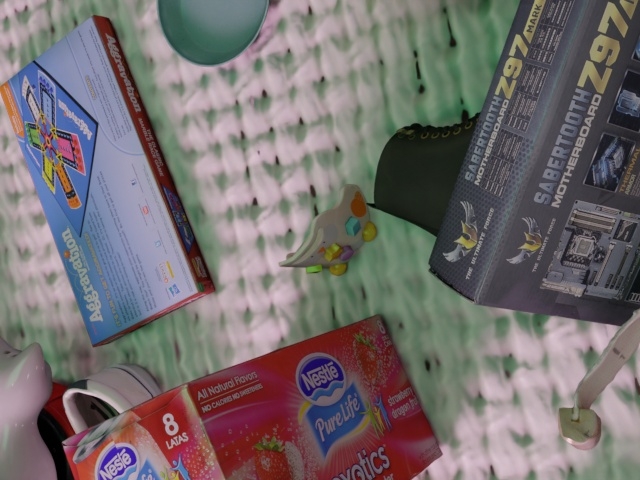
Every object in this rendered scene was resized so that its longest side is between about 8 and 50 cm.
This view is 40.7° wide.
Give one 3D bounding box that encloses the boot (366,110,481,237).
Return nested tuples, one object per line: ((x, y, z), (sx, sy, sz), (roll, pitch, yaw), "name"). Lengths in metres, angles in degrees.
((0.112, -0.086, 0.622), (0.137, 0.077, 0.198), (26, 105, 30), "boot")

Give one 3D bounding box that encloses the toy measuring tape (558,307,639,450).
((0.274, 0.010, 0.483), (0.121, 0.121, 0.330), (38, 91, 21), "toy measuring tape")

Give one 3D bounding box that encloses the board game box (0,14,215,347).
((-0.209, -0.054, 0.824), (0.145, 0.027, 0.281), (-26, 81, 26), "board game box")

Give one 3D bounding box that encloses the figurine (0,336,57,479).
((-0.329, 0.190, 0.817), (0.215, 0.092, 0.209), (-2, 88, 31), "figurine")

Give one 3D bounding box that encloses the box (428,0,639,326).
((0.185, -0.064, 0.519), (0.059, 0.183, 0.233), (38, 115, 57), "box")

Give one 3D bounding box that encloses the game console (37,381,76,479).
((-0.372, 0.317, 0.934), (0.342, 0.060, 0.387), (14, 100, 31), "game console")

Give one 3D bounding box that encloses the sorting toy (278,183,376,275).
((0.000, 0.000, 0.685), (0.045, 0.075, 0.083), (47, 114, 18), "sorting toy")

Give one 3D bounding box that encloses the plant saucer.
((-0.089, -0.210, 0.749), (0.119, 0.021, 0.119), (3, 95, 28), "plant saucer")

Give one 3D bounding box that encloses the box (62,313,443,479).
((-0.033, 0.148, 0.610), (0.122, 0.257, 0.128), (-29, 80, 29), "box")

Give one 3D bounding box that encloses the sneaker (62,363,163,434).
((-0.144, 0.225, 0.772), (0.258, 0.091, 0.094), (46, 113, 18), "sneaker")
